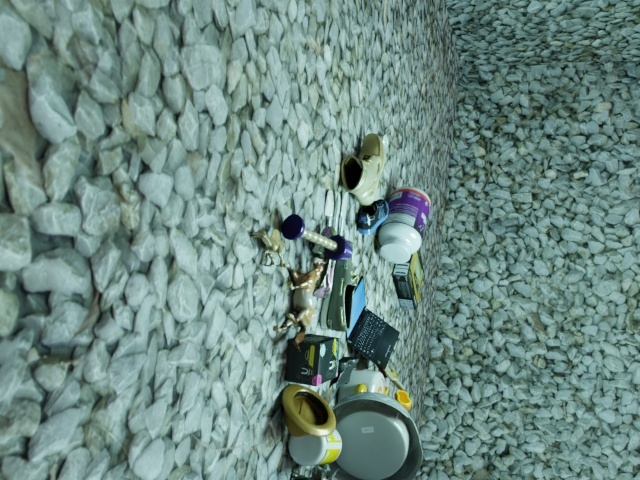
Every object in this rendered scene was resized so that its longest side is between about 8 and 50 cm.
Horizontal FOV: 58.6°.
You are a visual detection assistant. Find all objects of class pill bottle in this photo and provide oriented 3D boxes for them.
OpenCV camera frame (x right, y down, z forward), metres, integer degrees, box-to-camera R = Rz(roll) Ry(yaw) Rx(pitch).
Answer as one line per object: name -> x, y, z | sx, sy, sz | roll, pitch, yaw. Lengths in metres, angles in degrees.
pill bottle -> 0.349, -0.064, 2.399 | 0.181, 0.181, 0.323 | 71, 31, -46
pill bottle -> -0.008, 0.613, 1.716 | 0.215, 0.117, 0.117 | 45, 53, -63

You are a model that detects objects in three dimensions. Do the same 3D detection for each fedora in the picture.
fedora -> -0.046, 0.490, 1.593 | 0.079, 0.194, 0.194 | -54, 165, 17

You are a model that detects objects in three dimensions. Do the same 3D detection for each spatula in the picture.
spatula -> 0.045, -0.041, 1.858 | 0.168, 0.019, 0.242 | -8, 105, -69

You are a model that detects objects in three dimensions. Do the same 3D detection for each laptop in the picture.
laptop -> 0.197, 0.306, 2.147 | 0.136, 0.264, 0.234 | -55, 179, 37

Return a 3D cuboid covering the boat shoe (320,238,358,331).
boat shoe -> 0.077, 0.145, 1.855 | 0.109, 0.091, 0.305 | 33, 67, -66

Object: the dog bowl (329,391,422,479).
dog bowl -> 0.161, 0.659, 1.879 | 0.102, 0.348, 0.349 | -56, 147, -75

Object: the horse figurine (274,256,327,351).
horse figurine -> -0.056, 0.168, 1.575 | 0.174, 0.066, 0.263 | 14, 79, -62

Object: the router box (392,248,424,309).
router box -> 0.435, 0.159, 2.802 | 0.309, 0.081, 0.243 | 68, 34, -49

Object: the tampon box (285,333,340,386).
tampon box -> -0.020, 0.341, 1.647 | 0.161, 0.101, 0.120 | 6, 88, -68

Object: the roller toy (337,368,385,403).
roller toy -> 0.157, 0.565, 2.087 | 0.191, 0.146, 0.209 | -58, 145, -51

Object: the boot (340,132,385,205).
boot -> 0.145, -0.269, 1.963 | 0.203, 0.095, 0.262 | 26, 74, -66

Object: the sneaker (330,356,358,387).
sneaker -> 0.086, 0.466, 2.022 | 0.170, 0.051, 0.089 | 8, 87, -64

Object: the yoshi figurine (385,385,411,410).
yoshi figurine -> 0.229, 0.766, 2.239 | 0.203, 0.203, 0.362 | -2, 116, -40

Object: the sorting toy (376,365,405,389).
sorting toy -> 0.253, 0.507, 2.290 | 0.041, 0.229, 0.307 | -36, 149, 0

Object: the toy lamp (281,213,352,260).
toy lamp -> 0.000, 0.000, 1.586 | 0.274, 0.080, 0.080 | 26, 69, -50

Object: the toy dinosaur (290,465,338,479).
toy dinosaur -> 0.001, 0.755, 1.708 | 0.313, 0.160, 0.121 | 60, 40, -54

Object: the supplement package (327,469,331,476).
supplement package -> 0.148, 0.890, 1.996 | 0.134, 0.244, 0.139 | 37, 59, -66

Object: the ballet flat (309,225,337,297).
ballet flat -> 0.004, 0.062, 1.710 | 0.079, 0.077, 0.222 | 14, 81, -49

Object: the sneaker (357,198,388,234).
sneaker -> 0.203, -0.114, 2.151 | 0.232, 0.081, 0.090 | -54, 150, -51

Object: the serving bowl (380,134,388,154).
serving bowl -> 0.246, -0.381, 2.278 | 0.083, 0.027, 0.083 | 4, 90, -68

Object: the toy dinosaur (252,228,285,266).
toy dinosaur -> -0.110, 0.020, 1.418 | 0.183, 0.053, 0.093 | 23, 71, -68
